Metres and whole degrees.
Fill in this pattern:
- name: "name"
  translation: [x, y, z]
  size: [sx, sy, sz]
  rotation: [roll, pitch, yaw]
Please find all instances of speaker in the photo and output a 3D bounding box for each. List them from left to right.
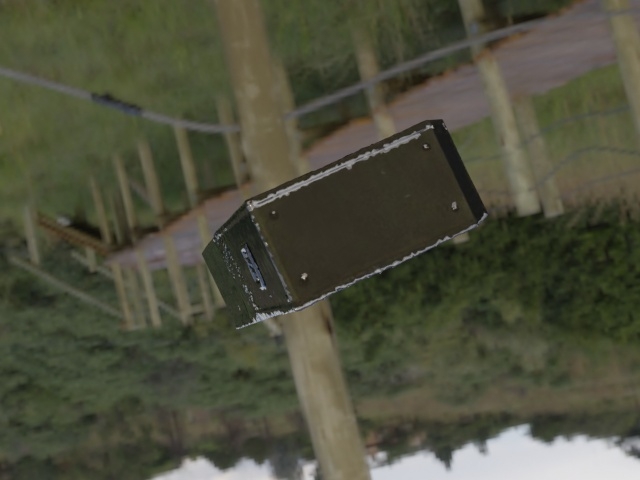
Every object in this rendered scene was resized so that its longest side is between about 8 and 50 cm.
- name: "speaker"
  translation: [0.000, 0.000, 0.504]
  size: [0.082, 0.044, 0.218]
  rotation: [-24, 179, -12]
